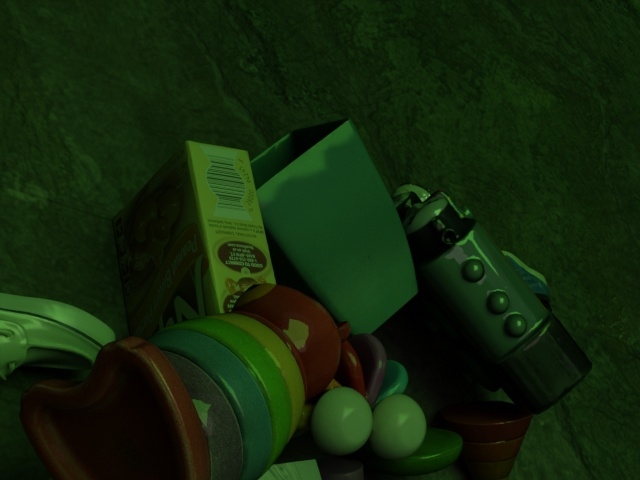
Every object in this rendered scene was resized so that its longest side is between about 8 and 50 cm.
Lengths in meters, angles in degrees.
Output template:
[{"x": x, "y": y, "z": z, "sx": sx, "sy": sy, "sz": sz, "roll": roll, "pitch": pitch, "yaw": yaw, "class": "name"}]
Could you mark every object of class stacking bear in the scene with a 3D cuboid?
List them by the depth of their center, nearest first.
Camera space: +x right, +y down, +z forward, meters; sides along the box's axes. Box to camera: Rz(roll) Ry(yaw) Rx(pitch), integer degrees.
[{"x": -0.084, "y": 0.127, "z": 1.020, "sx": 0.289, "sy": 0.175, "sz": 0.164, "roll": -30, "pitch": 91, "yaw": -53, "class": "stacking bear"}]

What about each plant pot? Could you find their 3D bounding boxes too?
[{"x": 0.000, "y": 0.000, "z": 1.419, "sx": 0.165, "sy": 0.166, "sz": 0.234, "roll": -39, "pitch": 107, "yaw": -22, "class": "plant pot"}]

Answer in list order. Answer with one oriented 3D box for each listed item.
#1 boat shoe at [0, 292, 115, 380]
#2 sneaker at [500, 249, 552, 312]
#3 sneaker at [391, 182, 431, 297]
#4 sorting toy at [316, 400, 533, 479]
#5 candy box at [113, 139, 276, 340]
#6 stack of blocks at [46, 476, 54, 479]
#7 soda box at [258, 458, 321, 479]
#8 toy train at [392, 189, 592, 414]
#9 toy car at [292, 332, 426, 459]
[{"x": -0.330, "y": 0.098, "z": 1.130, "sx": 0.268, "sy": 0.096, "sz": 0.088, "roll": 20, "pitch": 55, "yaw": -30, "class": "boat shoe"}, {"x": 0.287, "y": 0.074, "z": 1.730, "sx": 0.152, "sy": 0.058, "sz": 0.084, "roll": 27, "pitch": 38, "yaw": -35, "class": "sneaker"}, {"x": 0.162, "y": 0.055, "z": 1.620, "sx": 0.108, "sy": 0.100, "sz": 0.271, "roll": -40, "pitch": 95, "yaw": -23, "class": "sneaker"}, {"x": 0.130, "y": 0.296, "z": 1.425, "sx": 0.366, "sy": 0.127, "sz": 0.126, "roll": -11, "pitch": 100, "yaw": -43, "class": "sorting toy"}, {"x": -0.129, "y": 0.074, "z": 1.257, "sx": 0.088, "sy": 0.183, "sz": 0.316, "roll": 8, "pitch": 57, "yaw": -36, "class": "candy box"}, {"x": -0.166, "y": 0.367, "z": 1.092, "sx": 0.171, "sy": 0.087, "sz": 0.297, "roll": 9, "pitch": 57, "yaw": -38, "class": "stack of blocks"}, {"x": -0.125, "y": 0.269, "z": 1.056, "sx": 0.286, "sy": 0.098, "sz": 0.091, "roll": 2, "pitch": 61, "yaw": -39, "class": "soda box"}, {"x": 0.206, "y": 0.076, "z": 1.484, "sx": 0.142, "sy": 0.190, "sz": 0.334, "roll": -38, "pitch": 99, "yaw": -7, "class": "toy train"}, {"x": 0.029, "y": 0.171, "z": 1.332, "sx": 0.182, "sy": 0.159, "sz": 0.136, "roll": 13, "pitch": 85, "yaw": -36, "class": "toy car"}]
